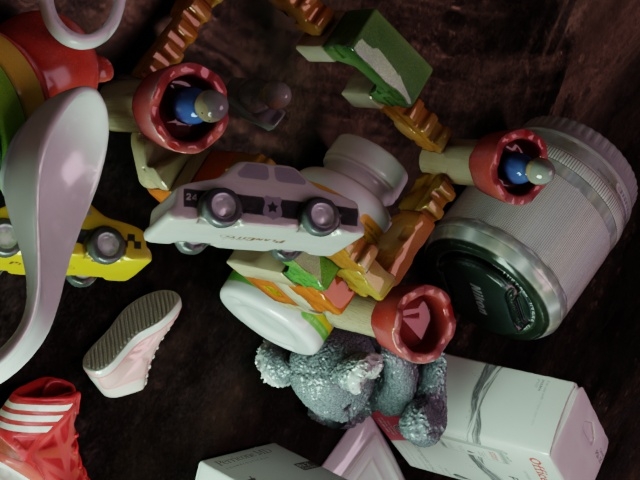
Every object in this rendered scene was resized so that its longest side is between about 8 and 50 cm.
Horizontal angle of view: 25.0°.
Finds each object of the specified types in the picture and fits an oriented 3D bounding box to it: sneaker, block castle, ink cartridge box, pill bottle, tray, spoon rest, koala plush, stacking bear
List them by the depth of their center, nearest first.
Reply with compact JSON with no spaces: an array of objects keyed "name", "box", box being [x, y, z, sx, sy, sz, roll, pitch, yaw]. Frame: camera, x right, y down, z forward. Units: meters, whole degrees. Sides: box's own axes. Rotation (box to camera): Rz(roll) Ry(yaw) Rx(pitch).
[{"name":"spoon rest","box":[-0.235,0.003,1.170,0.137,0.084,0.276,69,45,-72]},{"name":"stacking bear","box":[-0.301,-0.110,1.236,0.289,0.175,0.164,-41,145,-49]},{"name":"block castle","box":[0.020,-0.104,1.498,0.453,0.212,0.303,43,72,-31]},{"name":"sneaker","box":[-0.262,0.224,1.516,0.128,0.087,0.221,-60,146,-10]},{"name":"sneaker","box":[-0.199,0.116,1.578,0.134,0.051,0.070,-45,141,-26]},{"name":"pill bottle","box":[0.000,0.000,1.712,0.246,0.136,0.136,-57,144,-17]},{"name":"koala plush","box":[0.036,0.157,1.818,0.221,0.196,0.203,1,95,-54]},{"name":"ink cartridge box","box":[0.238,0.263,2.041,0.117,0.283,0.207,-64,146,-23]},{"name":"tray","box":[0.073,0.368,2.104,0.145,0.030,0.270,-51,142,-23]}]

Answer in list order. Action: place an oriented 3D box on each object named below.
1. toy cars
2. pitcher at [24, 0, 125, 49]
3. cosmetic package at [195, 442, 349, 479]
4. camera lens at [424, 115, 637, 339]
[{"name":"toy cars","box":[-0.158,-0.025,1.326,0.176,0.393,0.087,40,46,-68]},{"name":"pitcher","box":[-0.200,-0.282,1.272,0.207,0.125,0.178,-45,103,-27]},{"name":"cosmetic package","box":[-0.052,0.362,1.789,0.151,0.183,0.152,-4,111,-53]},{"name":"camera lens","box":[0.295,-0.014,2.039,0.274,0.219,0.219,-50,142,-26]}]
